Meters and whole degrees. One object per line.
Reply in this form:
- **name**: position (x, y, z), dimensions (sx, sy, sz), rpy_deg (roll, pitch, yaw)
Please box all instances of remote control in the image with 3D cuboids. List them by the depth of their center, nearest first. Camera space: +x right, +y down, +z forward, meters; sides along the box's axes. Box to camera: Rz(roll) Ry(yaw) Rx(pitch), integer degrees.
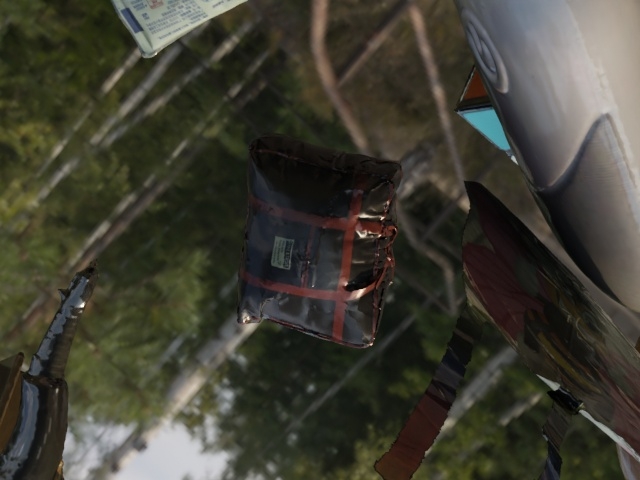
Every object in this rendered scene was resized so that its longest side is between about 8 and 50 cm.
- **remote control**: position (0.147, -0.102, 0.645), dimensions (0.221, 0.103, 0.332), rpy_deg (-92, -24, -56)

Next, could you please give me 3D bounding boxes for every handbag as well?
- **handbag**: position (0.000, 0.000, 1.205), dimensions (0.169, 0.215, 0.155), rpy_deg (8, -163, 4)

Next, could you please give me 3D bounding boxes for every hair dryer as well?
- **hair dryer**: position (-0.175, 0.194, 0.769), dimensions (0.303, 0.360, 0.120), rpy_deg (16, -177, -18)

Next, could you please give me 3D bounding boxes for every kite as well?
- **kite**: position (0.120, 0.073, 0.531), dimensions (0.204, 0.022, 0.360), rpy_deg (47, -158, -1)

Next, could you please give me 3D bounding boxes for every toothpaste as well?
- **toothpaste**: position (-0.077, -0.250, 1.040), dimensions (0.069, 0.268, 0.047), rpy_deg (39, -142, -50)

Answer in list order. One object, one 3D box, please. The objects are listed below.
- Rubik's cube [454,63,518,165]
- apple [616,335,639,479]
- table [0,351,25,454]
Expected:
- **Rubik's cube**: position (0.283, -0.175, 1.195), dimensions (0.167, 0.183, 0.180), rpy_deg (37, 160, -30)
- **apple**: position (0.472, 0.159, 1.004), dimensions (0.384, 0.374, 0.374), rpy_deg (-25, -121, -39)
- **table**: position (-0.320, 0.210, 0.970), dimensions (0.167, 0.227, 0.167), rpy_deg (13, 157, 5)
